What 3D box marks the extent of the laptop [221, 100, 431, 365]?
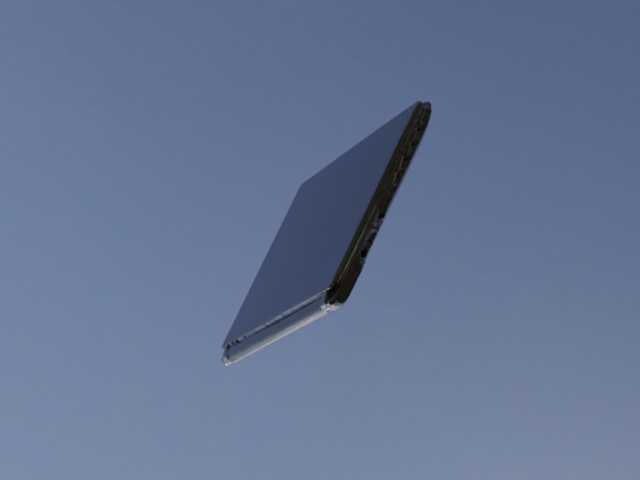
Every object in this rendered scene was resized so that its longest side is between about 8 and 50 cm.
[{"bbox_3d":[0.000,0.000,1.024,0.016,0.180,0.129,32,-113,-13],"label":"laptop"}]
